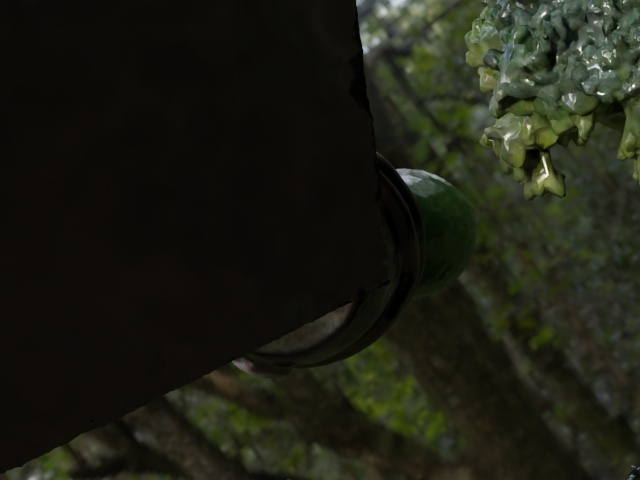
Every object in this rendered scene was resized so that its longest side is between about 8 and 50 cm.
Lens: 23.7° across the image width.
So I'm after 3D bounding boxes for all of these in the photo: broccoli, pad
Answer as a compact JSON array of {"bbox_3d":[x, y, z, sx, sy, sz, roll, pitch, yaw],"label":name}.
[{"bbox_3d":[0.257,-0.115,1.015,0.338,0.317,0.277,-1,42,49],"label":"broccoli"},{"bbox_3d":[-0.108,-0.021,0.767,0.367,0.247,0.007,-25,31,-34],"label":"pad"}]

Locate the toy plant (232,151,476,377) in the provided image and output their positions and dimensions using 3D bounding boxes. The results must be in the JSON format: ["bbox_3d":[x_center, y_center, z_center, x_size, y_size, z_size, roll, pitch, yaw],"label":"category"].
[{"bbox_3d":[0.000,0.000,1.124,0.235,0.218,0.175,-55,-25,-70],"label":"toy plant"}]

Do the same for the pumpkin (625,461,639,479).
[{"bbox_3d":[0.326,0.280,1.080,0.241,0.323,0.323,-4,-1,2],"label":"pumpkin"}]
